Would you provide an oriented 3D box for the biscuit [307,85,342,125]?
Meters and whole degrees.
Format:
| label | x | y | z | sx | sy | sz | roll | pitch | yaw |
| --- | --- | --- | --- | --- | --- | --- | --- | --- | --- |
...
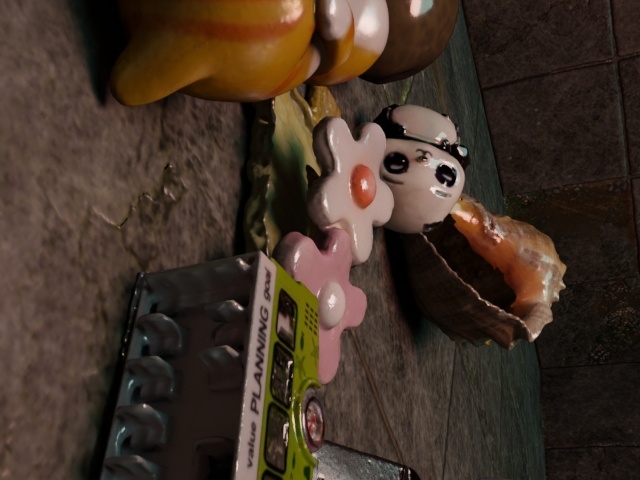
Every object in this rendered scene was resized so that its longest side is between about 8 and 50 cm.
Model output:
| label | x | y | z | sx | sy | sz | roll | pitch | yaw |
| --- | --- | --- | --- | --- | --- | --- | --- | --- | --- |
| biscuit | 0.005 | -0.148 | 0.793 | 0.081 | 0.018 | 0.083 | 57 | 31 | -47 |

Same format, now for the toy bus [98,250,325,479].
| label | x | y | z | sx | sy | sz | roll | pitch | yaw |
| --- | --- | --- | --- | --- | --- | --- | --- | --- | --- |
| toy bus | -0.069 | 0.148 | 0.367 | 0.139 | 0.113 | 0.301 | 54 | 31 | -49 |

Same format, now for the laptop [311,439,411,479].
| label | x | y | z | sx | sy | sz | roll | pitch | yaw |
| --- | --- | --- | --- | --- | --- | --- | --- | --- | --- |
| laptop | 0.031 | 0.283 | 0.589 | 0.135 | 0.016 | 0.197 | 24 | 51 | -24 |

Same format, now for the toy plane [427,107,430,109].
| label | x | y | z | sx | sy | sz | roll | pitch | yaw |
| --- | --- | --- | --- | --- | --- | --- | --- | --- | --- |
| toy plane | 0.210 | -0.216 | 1.320 | 0.111 | 0.040 | 0.102 | -8 | 99 | -71 |

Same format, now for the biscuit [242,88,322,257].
| label | x | y | z | sx | sy | sz | roll | pitch | yaw |
| --- | --- | --- | --- | --- | --- | --- | --- | --- | --- |
| biscuit | -0.023 | -0.017 | 0.644 | 0.187 | 0.036 | 0.273 | 43 | 42 | -57 |

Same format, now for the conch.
| label | x | y | z | sx | sy | sz | roll | pitch | yaw |
| --- | --- | --- | --- | --- | --- | --- | --- | --- | --- |
| conch | 0.236 | 0.061 | 1.074 | 0.210 | 0.352 | 0.297 | -60 | -169 | 28 |

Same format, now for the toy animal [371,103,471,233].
| label | x | y | z | sx | sy | sz | roll | pitch | yaw |
| --- | --- | --- | --- | --- | --- | --- | --- | --- | --- |
| toy animal | 0.135 | -0.094 | 0.916 | 0.179 | 0.166 | 0.138 | -75 | 180 | -47 |

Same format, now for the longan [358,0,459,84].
| label | x | y | z | sx | sy | sz | roll | pitch | yaw |
| --- | --- | --- | --- | --- | --- | --- | --- | --- | --- |
| longan | 0.078 | -0.292 | 0.816 | 0.212 | 0.198 | 0.198 | -28 | 108 | -52 |

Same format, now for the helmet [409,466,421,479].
| label | x | y | z | sx | sy | sz | roll | pitch | yaw |
| --- | --- | --- | --- | --- | --- | --- | --- | --- | --- |
| helmet | 0.098 | 0.339 | 0.683 | 0.175 | 0.106 | 0.155 | 50 | -10 | 53 |

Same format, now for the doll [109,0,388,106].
| label | x | y | z | sx | sy | sz | roll | pitch | yaw |
| --- | --- | --- | --- | --- | --- | --- | --- | --- | --- |
| doll | -0.040 | -0.192 | 0.498 | 0.269 | 0.162 | 0.166 | -49 | 134 | -65 |

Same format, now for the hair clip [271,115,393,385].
| label | x | y | z | sx | sy | sz | roll | pitch | yaw |
| --- | --- | --- | --- | --- | --- | --- | --- | --- | --- |
| hair clip | 0.007 | 0.000 | 0.575 | 0.146 | 0.075 | 0.257 | 62 | 32 | -49 |

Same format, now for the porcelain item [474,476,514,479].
| label | x | y | z | sx | sy | sz | roll | pitch | yaw |
| --- | --- | --- | --- | --- | --- | --- | --- | --- | --- |
| porcelain item | 0.291 | 0.565 | 0.941 | 0.178 | 0.242 | 0.405 | -10 | 93 | -50 |

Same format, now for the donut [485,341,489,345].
| label | x | y | z | sx | sy | sz | roll | pitch | yaw |
| --- | --- | --- | --- | --- | --- | --- | --- | --- | --- |
| donut | 0.334 | 0.141 | 1.453 | 0.146 | 0.078 | 0.181 | 12 | 77 | -67 |
